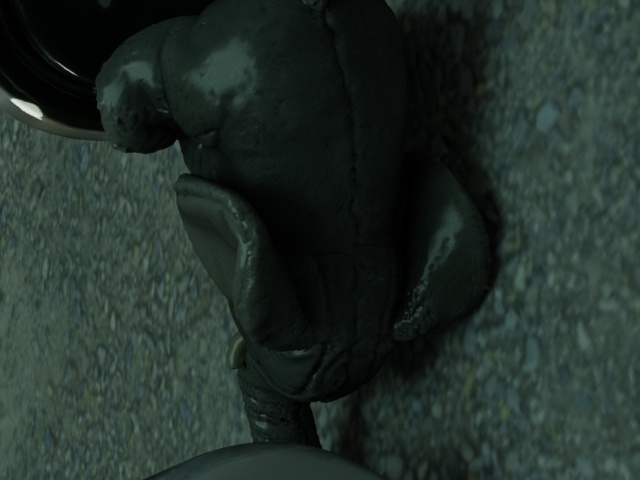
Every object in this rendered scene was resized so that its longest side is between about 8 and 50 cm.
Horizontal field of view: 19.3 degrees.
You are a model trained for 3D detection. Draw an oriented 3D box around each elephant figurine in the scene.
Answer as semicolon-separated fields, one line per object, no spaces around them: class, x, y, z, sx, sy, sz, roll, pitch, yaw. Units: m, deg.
elephant figurine;0.000;0.000;0.911;0.169;0.186;0.239;-18;79;14

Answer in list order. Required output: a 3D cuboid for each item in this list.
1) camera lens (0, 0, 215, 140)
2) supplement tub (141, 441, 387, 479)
camera lens;-0.155;-0.192;1.107;0.274;0.219;0.219;36;118;57
supplement tub;-0.084;0.230;0.948;0.338;0.207;0.207;-31;61;56
